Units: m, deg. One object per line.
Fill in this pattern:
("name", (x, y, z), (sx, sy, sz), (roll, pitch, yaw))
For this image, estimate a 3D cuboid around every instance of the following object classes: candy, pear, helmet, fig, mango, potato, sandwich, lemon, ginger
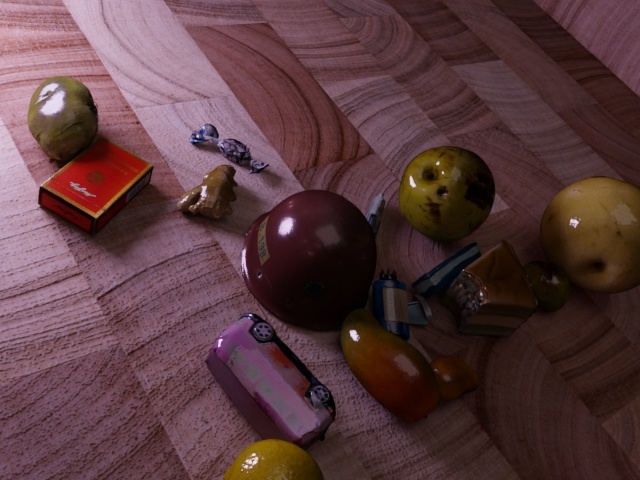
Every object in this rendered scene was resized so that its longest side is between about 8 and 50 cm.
("candy", (-0.249, -0.244, 1.850), (0.226, 0.051, 0.094), (26, 55, 0))
("pear", (0.351, -0.136, 1.885), (0.283, 0.283, 0.283), (14, 46, -15))
("helmet", (0.000, 0.000, 1.628), (0.337, 0.230, 0.385), (11, 49, -16))
("fig", (0.634, 0.122, 1.904), (0.136, 0.121, 0.153), (-7, 55, -25))
("mango", (0.303, 0.325, 1.589), (0.159, 0.084, 0.105), (11, 44, -48))
("potato", (-0.624, -0.303, 1.646), (0.169, 0.143, 0.248), (-24, 52, -6))
("sandwich", (0.421, 0.117, 1.778), (0.198, 0.155, 0.227), (7, 48, -21))
("mango", (0.145, 0.279, 1.518), (0.289, 0.129, 0.146), (38, 82, 23))
("lemon", (-0.078, 0.453, 1.217), (0.203, 0.178, 0.178), (21, 45, -6))
("pear", (0.819, -0.020, 1.972), (0.348, 0.348, 0.348), (14, 46, -15))
("ginger", (-0.263, -0.122, 1.709), (0.115, 0.081, 0.205), (13, 46, 30))

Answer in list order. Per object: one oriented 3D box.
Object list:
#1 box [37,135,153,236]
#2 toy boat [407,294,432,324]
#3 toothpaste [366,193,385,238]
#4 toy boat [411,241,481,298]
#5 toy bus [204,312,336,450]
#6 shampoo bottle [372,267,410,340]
("box", (-0.526, -0.133, 1.598), (0.153, 0.074, 0.240), (33, 43, -1))
("toy boat", (0.216, 0.183, 1.714), (0.122, 0.034, 0.096), (-9, 49, -21))
("toothpaste", (0.146, -0.055, 1.880), (0.060, 0.038, 0.233), (45, 41, -22))
("toy boat", (0.361, 0.074, 1.835), (0.299, 0.096, 0.062), (-27, 77, -43))
("toy bus", (-0.103, 0.294, 1.380), (0.303, 0.127, 0.147), (45, 50, 16))
("shampoo bottle", (0.173, 0.158, 1.670), (0.087, 0.050, 0.183), (4, 60, -10))
